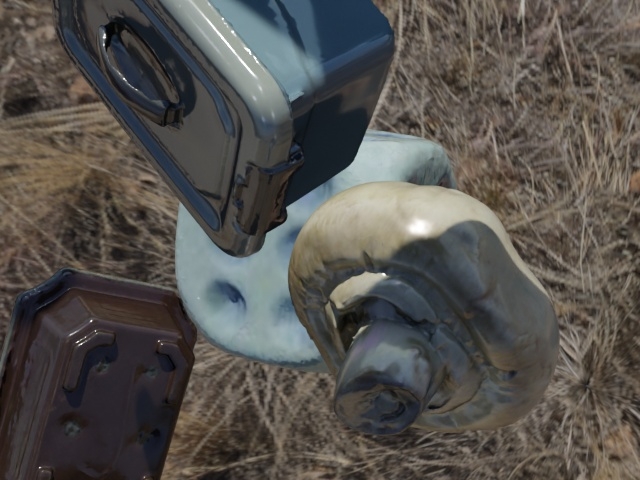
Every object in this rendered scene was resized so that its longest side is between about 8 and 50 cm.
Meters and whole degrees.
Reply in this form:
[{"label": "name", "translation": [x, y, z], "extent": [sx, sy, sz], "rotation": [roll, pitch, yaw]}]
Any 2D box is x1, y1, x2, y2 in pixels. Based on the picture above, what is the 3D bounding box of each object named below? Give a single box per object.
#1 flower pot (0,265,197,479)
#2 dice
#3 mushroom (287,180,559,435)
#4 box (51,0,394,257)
[{"label": "flower pot", "translation": [-0.198, 0.160, 0.865], "extent": [0.084, 0.178, 0.251], "rotation": [20, 95, 57]}, {"label": "dice", "translation": [0.000, 0.000, 1.166], "extent": [0.264, 0.262, 0.268], "rotation": [11, 102, 27]}, {"label": "mushroom", "translation": [0.078, 0.082, 0.873], "extent": [0.260, 0.254, 0.234], "rotation": [24, 44, 17]}, {"label": "box", "translation": [-0.069, -0.118, 0.583], "extent": [0.130, 0.162, 0.227], "rotation": [-32, 71, -27]}]
